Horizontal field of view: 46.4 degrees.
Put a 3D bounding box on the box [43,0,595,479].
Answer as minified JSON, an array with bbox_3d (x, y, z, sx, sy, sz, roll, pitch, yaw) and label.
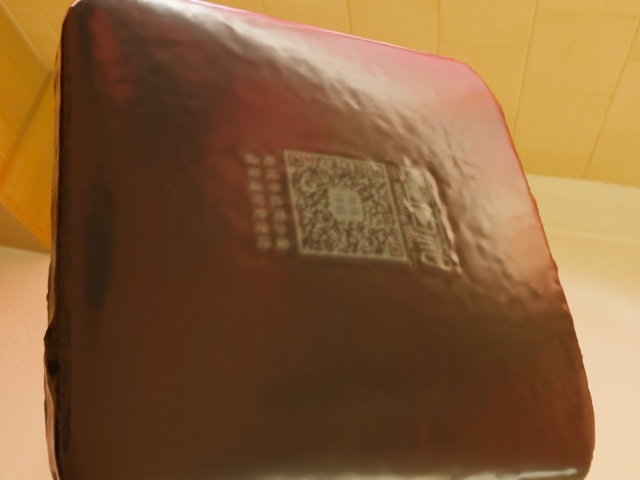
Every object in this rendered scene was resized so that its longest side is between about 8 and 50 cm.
[{"bbox_3d":[0.000,0.000,0.409,0.289,0.073,0.289,5,-120,-27],"label":"box"}]
